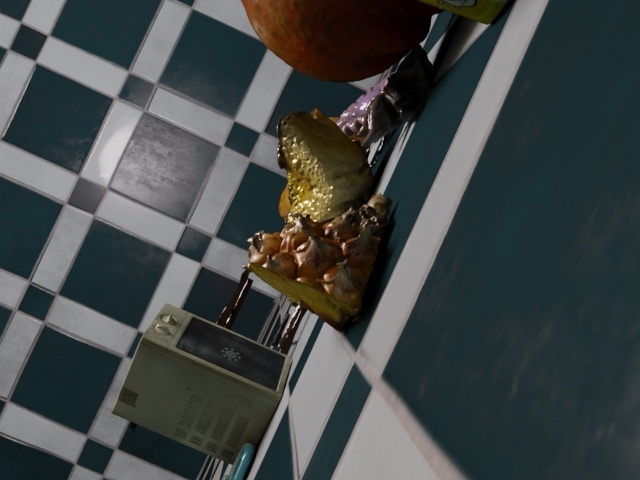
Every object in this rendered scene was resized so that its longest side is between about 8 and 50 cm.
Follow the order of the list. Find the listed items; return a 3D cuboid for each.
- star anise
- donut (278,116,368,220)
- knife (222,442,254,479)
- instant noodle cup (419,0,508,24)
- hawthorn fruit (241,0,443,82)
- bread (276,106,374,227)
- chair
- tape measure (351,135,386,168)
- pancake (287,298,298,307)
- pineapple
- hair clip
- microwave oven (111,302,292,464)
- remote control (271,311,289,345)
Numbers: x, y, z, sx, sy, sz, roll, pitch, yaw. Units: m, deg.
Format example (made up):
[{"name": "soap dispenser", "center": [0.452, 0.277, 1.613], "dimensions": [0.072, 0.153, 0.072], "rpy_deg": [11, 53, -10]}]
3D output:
[{"name": "star anise", "center": [0.117, -0.215, 1.105], "dimensions": [0.180, 0.061, 0.204], "rpy_deg": [-53, 9, 6]}, {"name": "donut", "center": [0.007, -0.172, 1.867], "dimensions": [0.317, 0.150, 0.299], "rpy_deg": [-77, 12, -81]}, {"name": "knife", "center": [-0.156, 0.420, 1.114], "dimensions": [0.221, 0.032, 0.064], "rpy_deg": [-67, 7, -14]}, {"name": "instant noodle cup", "center": [0.126, -0.349, 0.714], "dimensions": [0.264, 0.200, 0.264], "rpy_deg": [-155, 90, -87]}, {"name": "hawthorn fruit", "center": [0.034, -0.442, 1.017], "dimensions": [0.403, 0.403, 0.402], "rpy_deg": [-156, 90, -87]}, {"name": "bread", "center": [0.019, -0.096, 1.202], "dimensions": [0.174, 0.133, 0.251], "rpy_deg": [-18, -72, -55]}, {"name": "chair", "center": [-0.152, 0.233, 1.362], "dimensions": [0.319, 0.160, 0.186], "rpy_deg": [-64, 1, -11]}, {"name": "tape measure", "center": [0.092, -0.160, 1.430], "dimensions": [0.180, 0.104, 0.107], "rpy_deg": [-9, 17, 45]}, {"name": "pancake", "center": [-0.025, 0.057, 1.726], "dimensions": [0.288, 0.033, 0.286], "rpy_deg": [-70, 6, -54]}, {"name": "pineapple", "center": [0.000, 0.000, 0.807], "dimensions": [0.250, 0.140, 0.164], "rpy_deg": [108, -173, -88]}, {"name": "hair clip", "center": [0.103, -0.259, 1.415], "dimensions": [0.173, 0.069, 0.300], "rpy_deg": [-43, 1, 3]}, {"name": "microwave oven", "center": [-0.197, 0.246, 1.211], "dimensions": [0.145, 0.241, 0.193], "rpy_deg": [-74, 9, -67]}, {"name": "remote control", "center": [-0.103, 0.231, 1.869], "dimensions": [0.096, 0.014, 0.039], "rpy_deg": [-64, 3, -4]}]
